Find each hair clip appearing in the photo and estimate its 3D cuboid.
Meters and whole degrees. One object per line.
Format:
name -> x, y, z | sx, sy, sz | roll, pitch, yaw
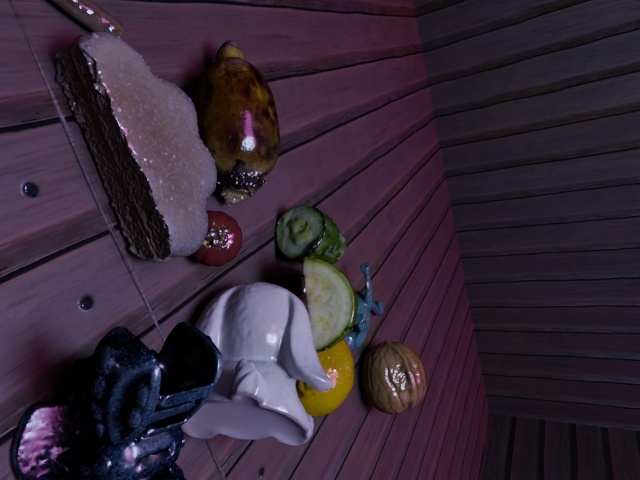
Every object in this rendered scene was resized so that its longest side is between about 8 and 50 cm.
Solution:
hair clip -> -0.237, 0.256, 0.538 | 0.194, 0.206, 0.310 | 11, 81, -53

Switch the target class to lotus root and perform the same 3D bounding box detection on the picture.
lotus root -> -0.154, -0.226, 0.811 | 0.169, 0.141, 0.314 | -2, 86, -64

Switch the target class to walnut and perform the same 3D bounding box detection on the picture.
walnut -> 0.218, 0.406, 1.305 | 0.213, 0.213, 0.213 | 15, 73, -58

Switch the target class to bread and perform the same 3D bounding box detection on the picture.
bread -> -0.256, -0.140, 0.672 | 0.183, 0.102, 0.337 | -42, 119, -59

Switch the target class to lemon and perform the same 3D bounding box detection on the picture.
lemon -> -0.019, 0.273, 0.919 | 0.244, 0.186, 0.187 | -30, 113, -82

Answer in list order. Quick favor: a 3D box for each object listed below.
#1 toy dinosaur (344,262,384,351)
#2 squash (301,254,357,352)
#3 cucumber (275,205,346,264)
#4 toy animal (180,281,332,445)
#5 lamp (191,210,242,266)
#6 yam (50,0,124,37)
toy dinosaur -> 0.110, 0.262, 1.246 | 0.331, 0.129, 0.383 | 65, 36, -45
squash -> 0.026, 0.144, 0.955 | 0.289, 0.111, 0.203 | 81, 3, -74
cucumber -> 0.000, 0.003, 1.066 | 0.244, 0.134, 0.134 | 24, 65, -62
toy animal -> -0.110, 0.189, 0.754 | 0.206, 0.271, 0.265 | 90, 5, -45
lamp -> -0.189, -0.004, 0.771 | 0.101, 0.090, 0.101 | 4, 80, -20
yam -> -0.392, -0.365, 0.530 | 0.327, 0.045, 0.045 | 33, 27, -55
